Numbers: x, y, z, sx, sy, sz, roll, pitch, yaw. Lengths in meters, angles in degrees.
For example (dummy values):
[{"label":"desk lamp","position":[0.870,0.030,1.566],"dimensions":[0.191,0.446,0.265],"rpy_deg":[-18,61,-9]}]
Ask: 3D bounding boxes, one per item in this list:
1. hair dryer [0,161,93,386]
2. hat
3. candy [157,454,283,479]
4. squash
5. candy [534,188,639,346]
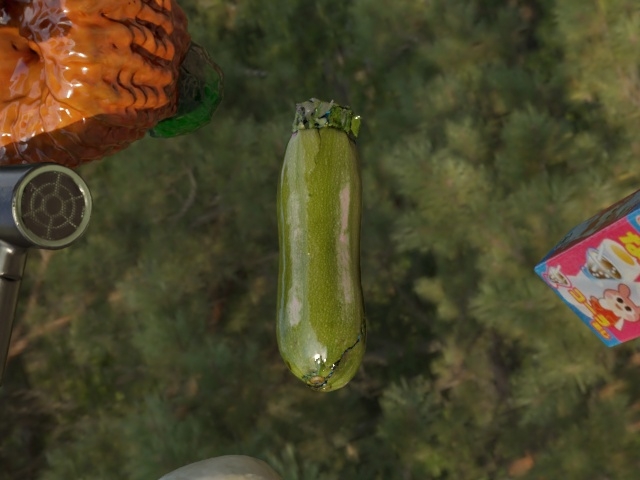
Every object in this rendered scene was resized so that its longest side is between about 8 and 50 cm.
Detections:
[{"label":"hair dryer","position":[-0.309,0.050,1.048],"dimensions":[0.195,0.078,0.248],"rpy_deg":[2,78,50]},{"label":"hat","position":[-0.223,-0.219,1.291],"dimensions":[0.400,0.285,0.285],"rpy_deg":[-10,-102,-54]},{"label":"candy","position":[-0.177,0.497,1.552],"dimensions":[0.186,0.386,0.427],"rpy_deg":[39,-175,-36]},{"label":"squash","position":[0.000,0.000,0.635],"dimensions":[0.052,0.052,0.183],"rpy_deg":[78,-170,-60]},{"label":"candy","position":[0.414,0.027,1.443],"dimensions":[0.157,0.100,0.306],"rpy_deg":[46,159,1]}]
